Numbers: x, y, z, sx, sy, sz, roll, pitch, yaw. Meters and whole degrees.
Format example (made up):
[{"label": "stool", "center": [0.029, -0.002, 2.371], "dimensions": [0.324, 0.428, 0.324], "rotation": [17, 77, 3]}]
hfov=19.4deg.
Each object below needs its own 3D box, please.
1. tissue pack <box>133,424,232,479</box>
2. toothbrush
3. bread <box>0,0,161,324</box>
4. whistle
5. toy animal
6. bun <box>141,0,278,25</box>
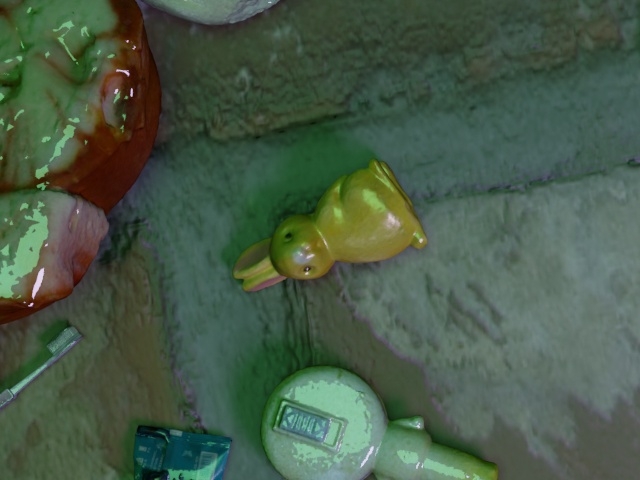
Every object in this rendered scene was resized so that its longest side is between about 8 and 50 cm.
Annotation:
[{"label": "tissue pack", "center": [-0.125, 0.225, 1.543], "dimensions": [0.085, 0.028, 0.138], "rotation": [8, 89, 6]}, {"label": "toothbrush", "center": [-0.276, 0.139, 1.572], "dimensions": [0.194, 0.014, 0.017], "rotation": [-42, 82, 1]}, {"label": "bread", "center": [-0.288, -0.099, 1.518], "dimensions": [0.295, 0.114, 0.327], "rotation": [17, 78, 17]}, {"label": "whistle", "center": [0.047, 0.168, 1.513], "dimensions": [0.198, 0.057, 0.104], "rotation": [19, 88, 9]}, {"label": "toy animal", "center": [0.001, 0.003, 1.531], "dimensions": [0.159, 0.070, 0.083], "rotation": [-28, 84, 8]}, {"label": "bun", "center": [-0.090, -0.288, 1.543], "dimensions": [0.221, 0.108, 0.221], "rotation": [0, 85, 5]}]
